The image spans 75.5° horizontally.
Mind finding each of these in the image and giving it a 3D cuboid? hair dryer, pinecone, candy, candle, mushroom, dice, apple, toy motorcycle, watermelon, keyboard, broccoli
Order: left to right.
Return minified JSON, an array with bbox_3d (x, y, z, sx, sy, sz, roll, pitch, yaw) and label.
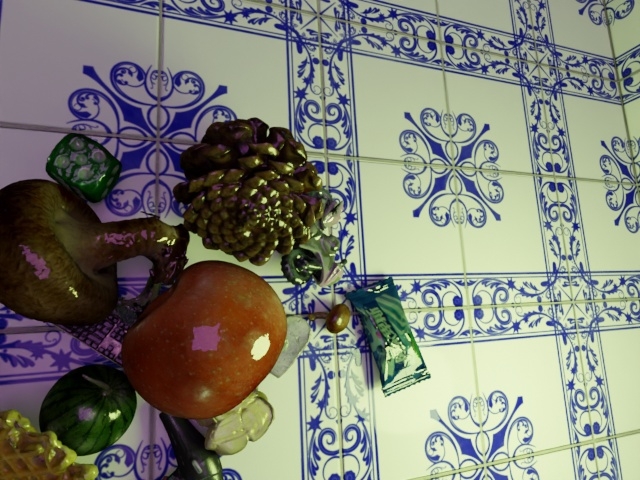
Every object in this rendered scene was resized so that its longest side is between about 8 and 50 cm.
[{"bbox_3d":[-0.505,0.021,0.876,0.355,0.334,0.331,-11,47,9],"label":"mushroom"},{"bbox_3d":[-0.575,-0.174,1.010,0.130,0.128,0.120,32,72,-13],"label":"dice"},{"bbox_3d":[-0.557,0.196,1.003,0.317,0.027,0.106,36,70,-10],"label":"keyboard"},{"bbox_3d":[-0.493,0.359,0.896,0.188,0.214,0.188,39,25,-22],"label":"watermelon"},{"bbox_3d":[-0.428,0.122,1.037,0.122,0.118,0.204,6,58,11],"label":"broccoli"},{"bbox_3d":[-0.388,0.551,0.976,0.271,0.091,0.236,-33,83,-19],"label":"hair dryer"},{"bbox_3d":[-0.248,0.209,0.911,0.277,0.348,0.349,44,68,-18],"label":"apple"},{"bbox_3d":[-0.173,-0.155,1.042,0.383,0.384,0.385,4,79,-20],"label":"pinecone"},{"bbox_3d":[-0.122,0.284,1.129,0.192,0.068,0.169,0,80,-17],"label":"candle"},{"bbox_3d":[0.000,0.000,1.200,0.188,0.143,0.327,32,55,-22],"label":"toy motorcycle"},{"bbox_3d":[0.029,0.230,1.197,0.129,0.073,0.088,-4,124,-15],"label":"mushroom"},{"bbox_3d":[0.205,0.288,1.249,0.186,0.077,0.332,-15,83,-25],"label":"candy"}]

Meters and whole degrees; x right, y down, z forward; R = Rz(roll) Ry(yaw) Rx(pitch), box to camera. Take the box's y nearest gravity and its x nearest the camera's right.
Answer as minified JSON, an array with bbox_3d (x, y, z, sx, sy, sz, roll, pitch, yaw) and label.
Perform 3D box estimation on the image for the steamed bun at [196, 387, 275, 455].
[{"bbox_3d":[-0.226,0.435,1.044,0.177,0.106,0.192,48,59,-2],"label":"steamed bun"}]

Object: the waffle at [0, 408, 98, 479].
[{"bbox_3d":[-0.589,0.470,0.832,0.311,0.307,0.060,35,25,-1],"label":"waffle"}]

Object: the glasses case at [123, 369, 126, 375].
[{"bbox_3d":[-0.382,0.320,1.022,0.197,0.049,0.076,25,78,-27],"label":"glasses case"}]
